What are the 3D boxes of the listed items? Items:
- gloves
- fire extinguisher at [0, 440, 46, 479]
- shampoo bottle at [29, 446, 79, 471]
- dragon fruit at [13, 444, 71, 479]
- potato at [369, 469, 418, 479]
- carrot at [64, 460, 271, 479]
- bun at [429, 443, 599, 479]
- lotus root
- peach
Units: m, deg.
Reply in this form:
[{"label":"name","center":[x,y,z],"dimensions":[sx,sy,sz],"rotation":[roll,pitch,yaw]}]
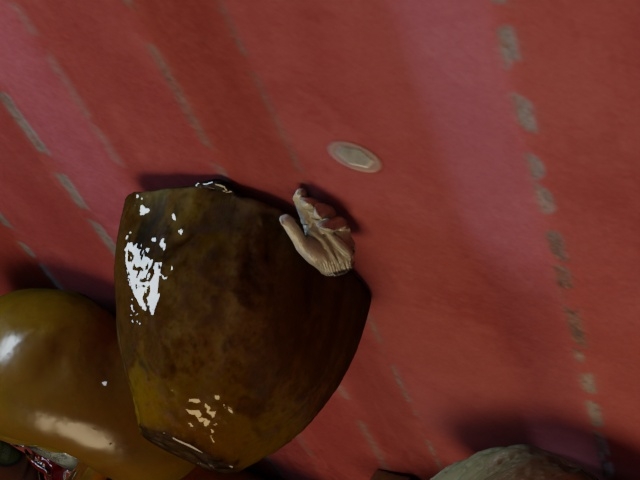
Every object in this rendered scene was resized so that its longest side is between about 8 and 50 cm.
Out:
[{"label":"gloves","center":[-0.001,-0.002,1.128],"dimensions":[0.044,0.037,0.081],"rotation":[-18,132,2]},{"label":"fire extinguisher","center":[-0.458,0.265,2.086],"dimensions":[0.376,0.200,0.113],"rotation":[35,117,-14]},{"label":"shampoo bottle","center":[-0.239,0.262,1.931],"dimensions":[0.207,0.057,0.063],"rotation":[31,149,-25]},{"label":"dragon fruit","center":[-0.316,0.290,2.032],"dimensions":[0.190,0.094,0.094],"rotation":[35,157,-2]},{"label":"potato","center":[0.066,0.294,1.642],"dimensions":[0.061,0.122,0.086],"rotation":[10,151,37]},{"label":"carrot","center":[-0.122,0.348,1.813],"dimensions":[0.340,0.224,0.224],"rotation":[34,156,-12]},{"label":"bun","center":[0.192,0.263,1.390],"dimensions":[0.244,0.153,0.244],"rotation":[36,163,13]},{"label":"lotus root","center":[-0.086,0.075,1.210],"dimensions":[0.199,0.180,0.188],"rotation":[2,155,38]},{"label":"peach","center":[-0.212,0.138,1.516],"dimensions":[0.251,0.153,0.251],"rotation":[24,174,3]}]
